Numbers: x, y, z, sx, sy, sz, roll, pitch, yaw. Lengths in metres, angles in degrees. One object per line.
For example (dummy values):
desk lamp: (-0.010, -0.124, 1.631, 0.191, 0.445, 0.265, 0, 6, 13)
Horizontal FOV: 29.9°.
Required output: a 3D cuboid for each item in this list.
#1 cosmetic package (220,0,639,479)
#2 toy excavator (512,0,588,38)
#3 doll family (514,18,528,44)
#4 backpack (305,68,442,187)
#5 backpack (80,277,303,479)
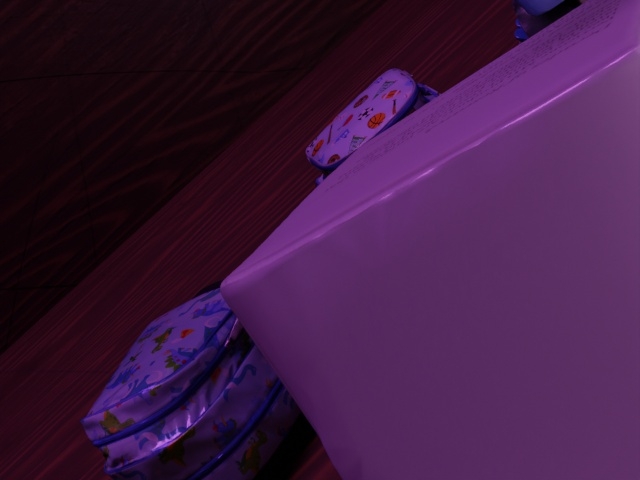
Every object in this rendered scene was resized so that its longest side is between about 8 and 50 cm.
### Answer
cosmetic package: (0.195, 0.030, 0.917, 0.327, 0.329, 0.394, -30, 9, 24)
toy excavator: (0.177, -0.346, 1.030, 0.222, 0.445, 0.433, -35, 29, 30)
doll family: (0.284, -0.162, 1.596, 0.118, 0.163, 0.263, 16, 51, 20)
backpack: (0.122, -0.109, 1.718, 0.276, 0.213, 0.263, -48, 29, 3)
backpack: (-0.143, 0.199, 1.552, 0.290, 0.273, 0.356, -18, 40, 38)
